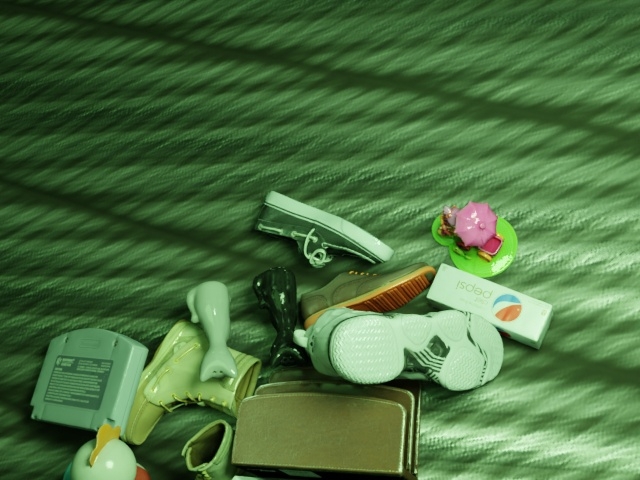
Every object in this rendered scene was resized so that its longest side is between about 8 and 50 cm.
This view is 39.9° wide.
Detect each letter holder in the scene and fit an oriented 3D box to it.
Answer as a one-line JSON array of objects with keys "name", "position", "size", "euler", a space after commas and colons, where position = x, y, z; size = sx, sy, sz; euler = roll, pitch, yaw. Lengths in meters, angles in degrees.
[{"name": "letter holder", "position": [0.019, 0.312, 1.570], "size": [0.301, 0.152, 0.215], "euler": [-1, 68, 17]}]

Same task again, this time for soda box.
[{"name": "soda box", "position": [0.308, 0.119, 1.599], "size": [0.216, 0.069, 0.074], "euler": [21, 78, 24]}]

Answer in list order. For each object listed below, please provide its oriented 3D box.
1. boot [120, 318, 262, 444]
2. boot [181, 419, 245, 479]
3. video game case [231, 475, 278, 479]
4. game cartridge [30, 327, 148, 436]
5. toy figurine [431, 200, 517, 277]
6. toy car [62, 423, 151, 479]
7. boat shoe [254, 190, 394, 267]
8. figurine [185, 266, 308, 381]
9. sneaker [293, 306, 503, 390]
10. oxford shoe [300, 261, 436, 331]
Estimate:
[{"name": "boot", "position": [-0.248, 0.303, 1.686], "size": [0.203, 0.095, 0.262], "euler": [24, 73, 23]}, {"name": "boot", "position": [-0.209, 0.424, 1.585], "size": [0.077, 0.165, 0.213], "euler": [32, 80, 26]}, {"name": "video game case", "position": [-0.056, 0.470, 1.508], "size": [0.173, 0.190, 0.022], "euler": [37, 88, 25]}, {"name": "game cartridge", "position": [-0.454, 0.271, 1.726], "size": [0.294, 0.060, 0.196], "euler": [-2, 71, 43]}, {"name": "toy figurine", "position": [0.270, -0.027, 1.615], "size": [0.173, 0.159, 0.130], "euler": [30, 81, 25]}, {"name": "toy car", "position": [-0.376, 0.419, 1.572], "size": [0.219, 0.210, 0.238], "euler": [18, 115, 13]}, {"name": "boat shoe", "position": [-0.002, -0.001, 1.717], "size": [0.306, 0.113, 0.105], "euler": [24, 85, 26]}, {"name": "figurine", "position": [-0.137, 0.167, 1.651], "size": [0.214, 0.092, 0.209], "euler": [-11, 49, -2]}, {"name": "sneaker", "position": [0.134, 0.181, 1.550], "size": [0.210, 0.365, 0.137], "euler": [2, 87, 59]}, {"name": "oxford shoe", "position": [0.084, 0.089, 1.666], "size": [0.271, 0.097, 0.098], "euler": [-23, 59, 8]}]
